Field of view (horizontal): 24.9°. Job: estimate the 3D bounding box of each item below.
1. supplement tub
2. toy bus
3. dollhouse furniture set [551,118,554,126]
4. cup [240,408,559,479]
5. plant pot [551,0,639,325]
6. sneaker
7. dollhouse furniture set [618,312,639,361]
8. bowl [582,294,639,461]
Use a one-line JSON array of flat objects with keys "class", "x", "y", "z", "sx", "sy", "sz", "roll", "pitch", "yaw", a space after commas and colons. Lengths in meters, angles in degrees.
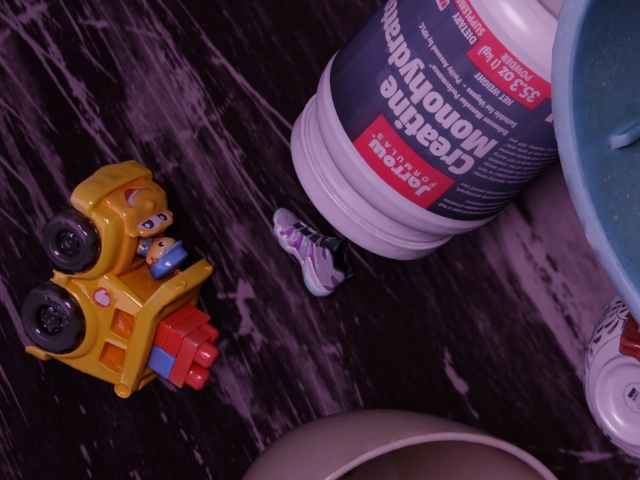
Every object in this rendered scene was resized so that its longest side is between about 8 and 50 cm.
[{"class": "supplement tub", "x": 0.117, "y": -0.125, "z": 1.167, "sx": 0.272, "sy": 0.191, "sz": 0.191, "roll": -45, "pitch": 72, "yaw": 40}, {"class": "toy bus", "x": -0.187, "y": 0.056, "z": 1.534, "sx": 0.211, "sy": 0.149, "sz": 0.220, "roll": 29, "pitch": 118, "yaw": 17}, {"class": "dollhouse furniture set", "x": 0.241, "y": -0.096, "z": 1.015, "sx": 0.114, "sy": 0.081, "sz": 0.091, "roll": -60, "pitch": 40, "yaw": 25}, {"class": "cup", "x": 0.040, "y": 0.285, "z": 1.309, "sx": 0.237, "sy": 0.331, "sz": 0.331, "roll": -144, "pitch": 51, "yaw": -64}, {"class": "plant pot", "x": 0.361, "y": -0.092, "z": 0.770, "sx": 0.341, "sy": 0.334, "sz": 0.341, "roll": 36, "pitch": 142, "yaw": 34}, {"class": "sneaker", "x": 0.000, "y": 0.000, "z": 1.415, "sx": 0.069, "sy": 0.038, "sz": 0.098, "roll": -34, "pitch": 88, "yaw": 40}, {"class": "dollhouse furniture set", "x": 0.412, "y": 0.019, "z": 1.007, "sx": 0.374, "sy": 0.152, "sz": 0.201, "roll": 16, "pitch": 113, "yaw": 19}, {"class": "bowl", "x": 0.273, "y": 0.120, "z": 1.177, "sx": 0.170, "sy": 0.080, "sz": 0.170, "roll": 14, "pitch": 112, "yaw": 39}]
